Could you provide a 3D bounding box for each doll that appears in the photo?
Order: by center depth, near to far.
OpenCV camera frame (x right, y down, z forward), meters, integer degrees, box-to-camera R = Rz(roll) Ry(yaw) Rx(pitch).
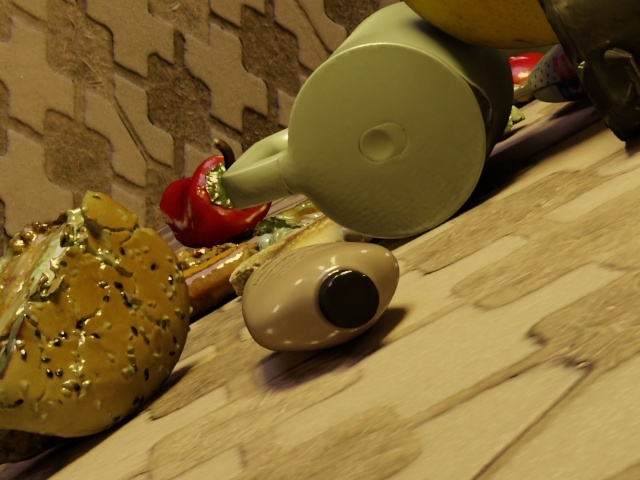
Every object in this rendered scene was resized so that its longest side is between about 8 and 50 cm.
[{"bbox_3d":[0.277,-0.217,2.255,0.195,0.062,0.104,-19,43,33],"label":"doll"}]

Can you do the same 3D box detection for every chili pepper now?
[{"bbox_3d":[-0.139,-0.063,2.618,0.135,0.131,0.338,-6,-7,-20],"label":"chili pepper"}]

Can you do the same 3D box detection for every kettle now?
[{"bbox_3d":[0.060,-0.134,1.801,0.265,0.205,0.318,12,17,6],"label":"kettle"}]

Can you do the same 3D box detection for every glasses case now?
[{"bbox_3d":[0.342,-0.215,1.851,0.125,0.076,0.327,-32,6,-29],"label":"glasses case"}]

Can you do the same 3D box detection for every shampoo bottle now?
[{"bbox_3d":[-0.003,0.044,1.379,0.127,0.078,0.257,-26,3,-10],"label":"shampoo bottle"}]

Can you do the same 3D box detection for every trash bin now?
[{"bbox_3d":[0.345,-0.242,1.488,0.301,0.203,0.252,-30,26,14],"label":"trash bin"}]

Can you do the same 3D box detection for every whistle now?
[{"bbox_3d":[-0.049,0.003,2.117,0.035,0.035,0.100,-35,9,-37],"label":"whistle"}]

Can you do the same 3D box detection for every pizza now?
[{"bbox_3d":[-0.158,0.050,2.101,0.251,0.074,0.288,-23,11,35],"label":"pizza"}]

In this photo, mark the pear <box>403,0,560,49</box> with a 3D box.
[{"bbox_3d":[0.211,-0.306,1.722,0.285,0.336,0.285,-31,41,32],"label":"pear"}]

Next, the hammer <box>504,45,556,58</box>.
[{"bbox_3d":[0.172,-0.216,2.395,0.335,0.119,0.206,-42,-30,19],"label":"hammer"}]

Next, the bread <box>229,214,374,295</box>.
[{"bbox_3d":[0.000,0.000,1.900,0.182,0.039,0.251,-33,6,-20],"label":"bread"}]

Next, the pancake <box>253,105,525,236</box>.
[{"bbox_3d":[0.076,-0.078,2.101,0.377,0.054,0.197,-29,7,18],"label":"pancake"}]

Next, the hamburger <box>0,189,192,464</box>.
[{"bbox_3d":[-0.239,0.099,1.636,0.168,0.192,0.288,-32,29,46],"label":"hamburger"}]
